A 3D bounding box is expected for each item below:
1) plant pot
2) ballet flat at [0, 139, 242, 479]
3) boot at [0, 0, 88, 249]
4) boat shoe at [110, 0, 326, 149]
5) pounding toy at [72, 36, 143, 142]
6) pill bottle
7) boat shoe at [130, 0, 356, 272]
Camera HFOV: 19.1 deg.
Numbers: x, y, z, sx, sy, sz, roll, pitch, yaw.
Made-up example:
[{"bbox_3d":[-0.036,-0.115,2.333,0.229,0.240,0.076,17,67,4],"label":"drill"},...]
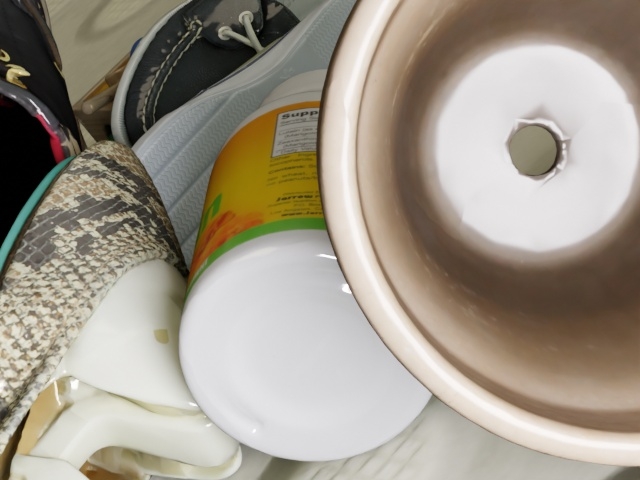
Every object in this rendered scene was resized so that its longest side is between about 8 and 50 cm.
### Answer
[{"bbox_3d":[0.119,-0.039,0.880,0.263,0.263,0.229,-40,5,-4],"label":"plant pot"},{"bbox_3d":[-0.147,0.146,1.035,0.182,0.164,0.483,6,51,29],"label":"ballet flat"},{"bbox_3d":[-0.248,-0.118,1.298,0.138,0.377,0.284,-19,11,-3],"label":"boot"},{"bbox_3d":[-0.045,-0.164,1.468,0.091,0.114,0.302,-16,31,52],"label":"boat shoe"},{"bbox_3d":[-0.137,-0.116,1.529,0.141,0.100,0.130,-46,24,-19],"label":"pounding toy"},{"bbox_3d":[0.000,0.000,1.068,0.136,0.136,0.246,-30,24,19],"label":"pill bottle"},{"bbox_3d":[-0.047,-0.067,1.335,0.302,0.109,0.094,-43,6,-33],"label":"boat shoe"}]
